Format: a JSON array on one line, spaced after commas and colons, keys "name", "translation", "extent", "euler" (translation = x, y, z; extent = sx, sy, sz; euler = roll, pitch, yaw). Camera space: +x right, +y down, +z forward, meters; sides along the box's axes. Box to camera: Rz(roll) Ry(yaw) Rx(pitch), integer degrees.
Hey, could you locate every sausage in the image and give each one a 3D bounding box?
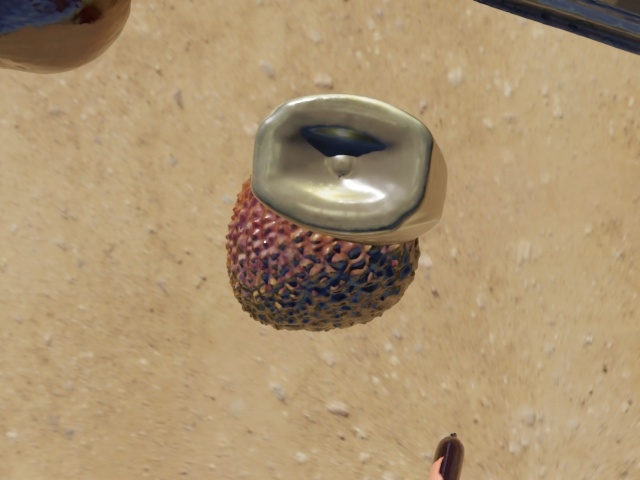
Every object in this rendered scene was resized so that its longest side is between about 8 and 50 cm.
[{"name": "sausage", "translation": [0.101, 0.261, 1.211], "extent": [0.029, 0.029, 0.223], "euler": [9, 45, 11]}]

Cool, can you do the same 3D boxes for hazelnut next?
[{"name": "hazelnut", "translation": [-0.279, -0.235, 1.293], "extent": [0.204, 0.178, 0.178], "euler": [-3, 74, 45]}]

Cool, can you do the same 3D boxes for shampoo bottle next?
[{"name": "shampoo bottle", "translation": [0.027, -0.039, 0.955], "extent": [0.125, 0.350, 0.084], "euler": [9, 89, 6]}]

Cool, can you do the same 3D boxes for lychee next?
[{"name": "lychee", "translation": [0.003, -0.005, 1.249], "extent": [0.194, 0.194, 0.195], "euler": [-2, 77, 9]}]

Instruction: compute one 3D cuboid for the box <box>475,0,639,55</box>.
[{"name": "box", "translation": [0.309, -0.301, 1.165], "extent": [0.297, 0.190, 0.225], "euler": [21, 58, 9]}]
